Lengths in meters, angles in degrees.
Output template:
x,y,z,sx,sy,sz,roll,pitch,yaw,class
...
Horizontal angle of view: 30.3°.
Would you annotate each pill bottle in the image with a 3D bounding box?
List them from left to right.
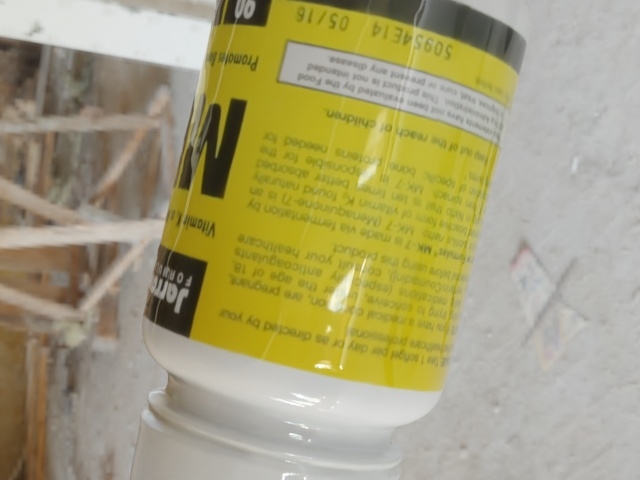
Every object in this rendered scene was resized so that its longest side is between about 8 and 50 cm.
x,y,z,sx,sy,sz,roll,pitch,yaw,class
0.000,0.000,0.445,0.119,0.119,0.209,14,91,66,pill bottle
